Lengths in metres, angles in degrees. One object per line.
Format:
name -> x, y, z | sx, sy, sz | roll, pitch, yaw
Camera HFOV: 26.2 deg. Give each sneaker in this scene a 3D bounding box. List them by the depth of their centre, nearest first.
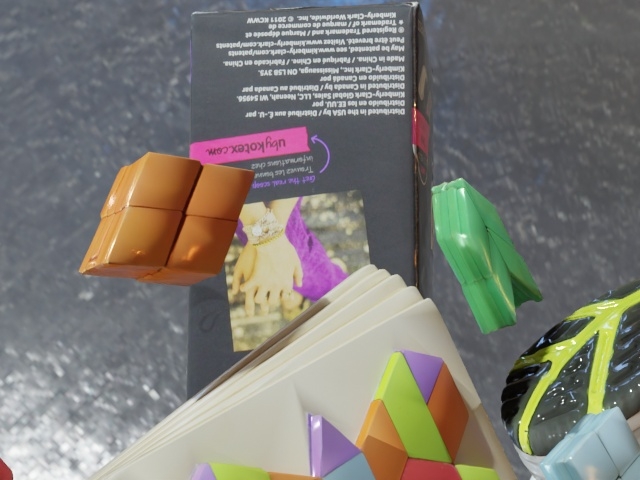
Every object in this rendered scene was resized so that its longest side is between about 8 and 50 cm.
sneaker -> 0.300, 0.059, 0.897 | 0.385, 0.147, 0.145 | -31, 24, -3

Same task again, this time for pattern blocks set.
pattern blocks set -> 0.009, 0.101, 0.458 | 0.026, 0.285, 0.325 | -25, 16, 43

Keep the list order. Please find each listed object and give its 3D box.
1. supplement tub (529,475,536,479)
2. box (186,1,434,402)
supplement tub -> 0.314, 0.268, 1.287 | 0.228, 0.316, 0.228 | -2, 83, 20
box -> 0.000, 0.000, 0.883 | 0.143, 0.165, 0.270 | 0, 84, 8
